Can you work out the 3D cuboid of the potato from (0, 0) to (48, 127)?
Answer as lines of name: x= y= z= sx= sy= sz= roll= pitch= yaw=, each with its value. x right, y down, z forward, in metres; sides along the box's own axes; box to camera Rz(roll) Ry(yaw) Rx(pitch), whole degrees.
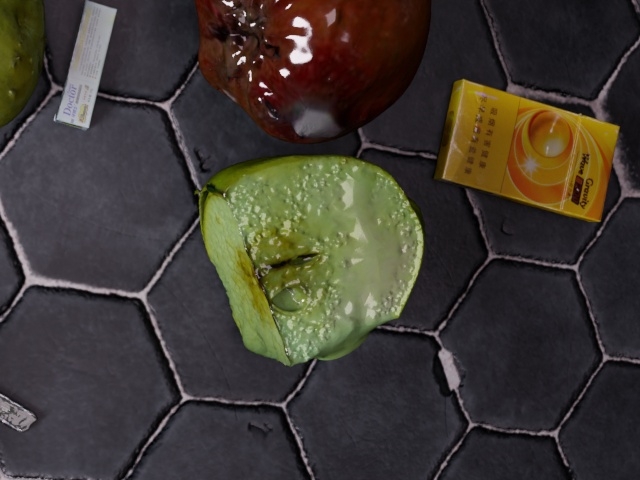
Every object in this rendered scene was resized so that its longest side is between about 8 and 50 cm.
potato: x=-0.426 y=-0.236 z=1.309 sx=0.186 sy=0.148 sz=0.253 roll=37 pitch=71 yaw=-32

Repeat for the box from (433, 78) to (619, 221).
box: x=0.307 y=-0.130 z=1.611 sx=0.269 sy=0.043 sz=0.152 roll=15 pitch=87 yaw=-18

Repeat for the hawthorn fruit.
hawthorn fruit: x=-0.006 y=-0.281 z=1.390 sx=0.308 sy=0.325 sz=0.308 roll=2 pitch=94 yaw=25

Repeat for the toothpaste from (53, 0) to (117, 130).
toothpaste: x=-0.303 y=-0.228 z=1.406 sx=0.046 sy=0.034 sz=0.164 roll=14 pitch=87 yaw=-19

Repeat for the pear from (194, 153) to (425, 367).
pear: x=0.000 y=0.000 z=1.446 sx=0.282 sy=0.176 sz=0.286 roll=-25 pitch=103 yaw=-19

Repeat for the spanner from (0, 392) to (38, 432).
spanner: x=-0.495 y=0.146 z=1.355 sx=0.325 sy=0.026 sz=0.093 roll=36 pitch=79 yaw=-18
